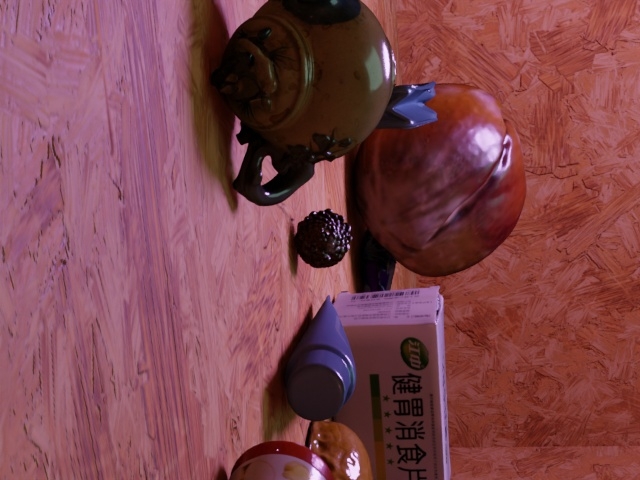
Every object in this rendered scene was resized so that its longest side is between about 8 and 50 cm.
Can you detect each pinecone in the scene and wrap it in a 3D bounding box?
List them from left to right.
[{"bbox_3d":[0.000,0.000,1.731,0.083,0.077,0.077,137,-44,-67],"label":"pinecone"}]

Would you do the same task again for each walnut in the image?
[{"bbox_3d":[0.030,0.336,1.804,0.167,0.087,0.211,72,17,-51],"label":"walnut"}]

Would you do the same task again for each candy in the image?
[{"bbox_3d":[0.112,0.046,2.539,0.275,0.070,0.145,-86,178,-59],"label":"candy"}]

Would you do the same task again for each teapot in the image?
[{"bbox_3d":[-0.032,-0.153,1.307,0.182,0.173,0.269,-6,124,-48],"label":"teapot"}]

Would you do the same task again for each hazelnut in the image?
[{"bbox_3d":[0.211,-0.110,2.439,0.372,0.315,0.372,8,80,-48],"label":"hazelnut"}]

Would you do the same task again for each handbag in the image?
[{"bbox_3d":[0.076,-0.200,1.970,0.229,0.179,0.062,-30,118,-73],"label":"handbag"}]

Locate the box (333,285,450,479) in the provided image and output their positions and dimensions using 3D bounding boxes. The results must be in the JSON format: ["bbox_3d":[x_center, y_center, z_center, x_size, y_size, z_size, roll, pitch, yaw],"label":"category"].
[{"bbox_3d":[0.111,0.246,2.092,0.145,0.173,0.333,-68,155,-73],"label":"box"}]

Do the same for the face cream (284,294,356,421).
[{"bbox_3d":[0.004,0.158,1.694,0.385,0.086,0.135,-54,142,-85],"label":"face cream"}]

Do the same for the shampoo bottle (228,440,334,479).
[{"bbox_3d":[-0.051,0.293,1.160,0.278,0.104,0.104,-77,163,-63],"label":"shampoo bottle"}]
